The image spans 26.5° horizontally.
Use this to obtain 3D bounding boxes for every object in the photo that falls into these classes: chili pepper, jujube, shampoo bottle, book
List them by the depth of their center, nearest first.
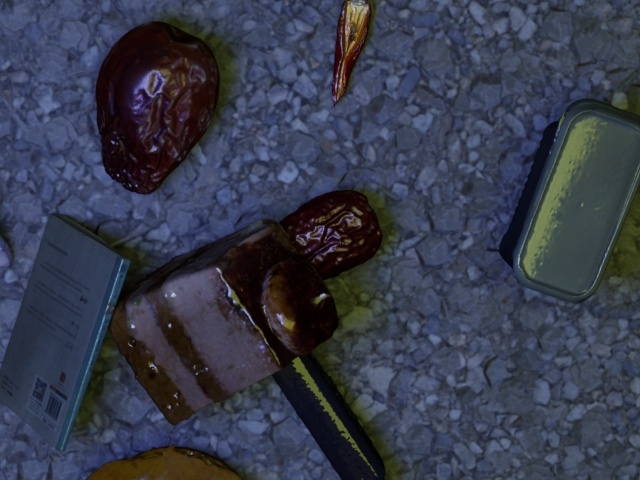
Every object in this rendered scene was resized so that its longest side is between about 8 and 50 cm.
[{"bbox_3d":[-0.234,-0.183,1.890,0.168,0.168,0.236,18,110,-6],"label":"jujube"},{"bbox_3d":[-0.365,0.123,1.894,0.025,0.215,0.282,15,99,-42],"label":"book"},{"bbox_3d":[0.000,0.000,1.944,0.176,0.109,0.112,-26,64,2],"label":"jujube"},{"bbox_3d":[0.041,-0.275,1.954,0.045,0.027,0.178,11,95,-1],"label":"chili pepper"},{"bbox_3d":[0.028,0.280,1.983,0.071,0.098,0.309,-34,98,1],"label":"shampoo bottle"}]

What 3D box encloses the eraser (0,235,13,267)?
[{"bbox_3d":[-0.574,-0.020,1.884,0.243,0.204,0.059,-2,62,9],"label":"eraser"}]

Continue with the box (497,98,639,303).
[{"bbox_3d":[0.348,-0.062,1.926,0.138,0.178,0.274,21,95,-7],"label":"box"}]

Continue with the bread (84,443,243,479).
[{"bbox_3d":[-0.221,0.445,1.953,0.312,0.172,0.312,0,92,-2],"label":"bread"}]

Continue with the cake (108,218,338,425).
[{"bbox_3d":[-0.118,0.095,1.846,0.293,0.196,0.198,-27,95,35],"label":"cake"}]
